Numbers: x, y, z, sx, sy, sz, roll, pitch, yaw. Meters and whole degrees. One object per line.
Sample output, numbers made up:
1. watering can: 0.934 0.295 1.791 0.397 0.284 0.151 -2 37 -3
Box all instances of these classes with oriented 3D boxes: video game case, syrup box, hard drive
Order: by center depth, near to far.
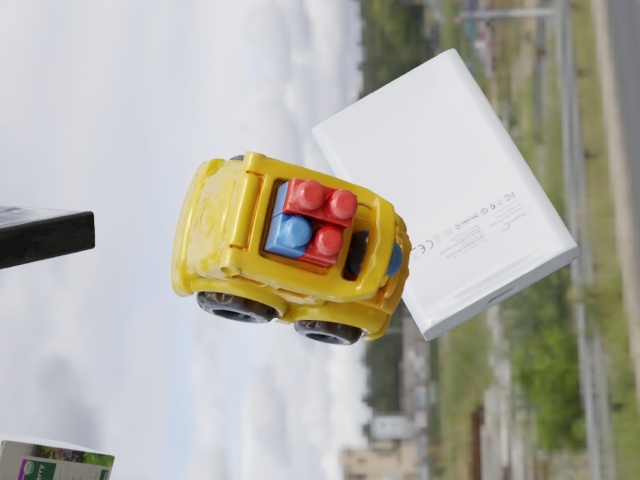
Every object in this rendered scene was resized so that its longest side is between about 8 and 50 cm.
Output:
1. video game case: -0.360 0.003 1.265 0.275 0.248 0.035 -15 -74 -55
2. hard drive: 0.142 -0.059 1.896 0.307 0.203 0.040 62 -176 28
3. syrup box: -0.385 0.308 2.116 0.237 0.096 0.093 23 -100 -59

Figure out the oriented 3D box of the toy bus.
1. toy bus: 0.000 0.000 1.451 0.211 0.220 0.149 157 127 -66
